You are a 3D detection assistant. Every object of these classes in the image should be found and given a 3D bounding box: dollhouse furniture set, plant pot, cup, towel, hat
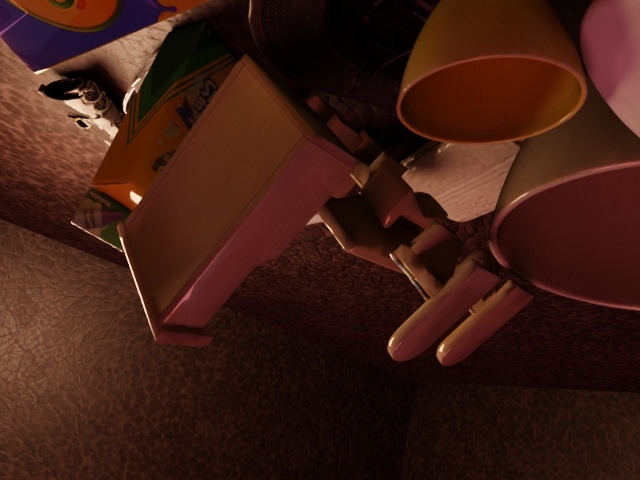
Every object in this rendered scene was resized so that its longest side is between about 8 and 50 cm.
[{"bbox_3d":[0.000,0.000,0.619,0.256,0.362,0.394,-48,143,17],"label":"dollhouse furniture set"},{"bbox_3d":[0.129,-0.145,0.371,0.134,0.095,0.134,4,168,1],"label":"plant pot"},{"bbox_3d":[0.370,-0.088,0.522,0.331,0.237,0.331,14,157,6],"label":"cup"},{"bbox_3d":[0.248,-0.116,0.788,0.187,0.049,0.282,25,157,-18],"label":"towel"},{"bbox_3d":[0.102,-0.245,0.472,0.331,0.134,0.331,7,170,1],"label":"hat"}]

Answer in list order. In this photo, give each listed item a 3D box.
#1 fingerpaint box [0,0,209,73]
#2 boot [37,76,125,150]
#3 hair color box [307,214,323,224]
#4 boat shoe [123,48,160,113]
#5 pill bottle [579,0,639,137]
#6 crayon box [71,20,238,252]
[{"bbox_3d":[-0.086,-0.332,0.147,0.371,0.163,0.445,-22,151,3],"label":"fingerpaint box"},{"bbox_3d":[-0.376,-0.214,0.912,0.262,0.091,0.229,9,157,22],"label":"boot"},{"bbox_3d":[-0.142,-0.081,0.957,0.347,0.105,0.173,-9,167,37],"label":"hair color box"},{"bbox_3d":[-0.279,-0.253,0.791,0.184,0.063,0.066,-7,149,43],"label":"boat shoe"},{"bbox_3d":[0.316,-0.181,0.268,0.161,0.283,0.161,45,-171,-9],"label":"pill bottle"},{"bbox_3d":[-0.185,-0.119,0.700,0.083,0.323,0.203,2,154,32],"label":"crayon box"}]
